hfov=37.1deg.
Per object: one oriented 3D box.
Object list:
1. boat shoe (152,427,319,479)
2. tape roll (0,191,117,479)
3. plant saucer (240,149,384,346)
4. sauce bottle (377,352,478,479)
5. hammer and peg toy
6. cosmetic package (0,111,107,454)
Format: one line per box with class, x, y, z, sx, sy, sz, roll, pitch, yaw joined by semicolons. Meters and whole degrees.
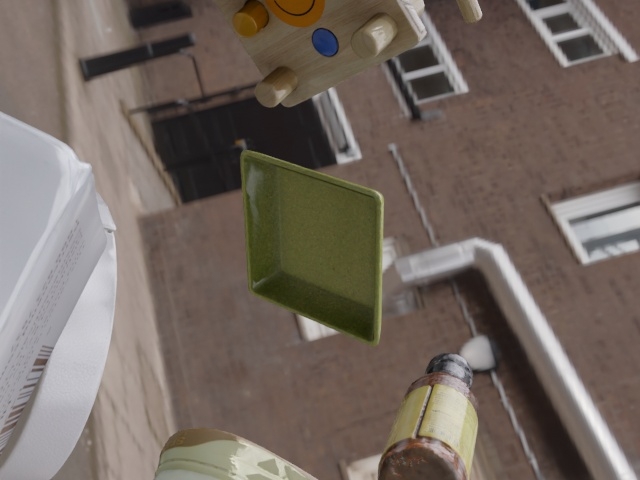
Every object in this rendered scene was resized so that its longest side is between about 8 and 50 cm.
boat shoe;0.018;0.217;0.559;0.104;0.285;0.089;-54;-171;50
tape roll;-0.368;0.109;1.181;0.392;0.072;0.392;-25;-122;49
plant saucer;0.000;0.000;1.046;0.188;0.045;0.188;20;-54;33
sauce bottle;0.058;0.090;0.468;0.128;0.042;0.042;-44;122;-68
hammer and peg toy;0.011;-0.312;1.125;0.361;0.127;0.266;-17;-67;45
cosmetic package;-0.370;0.041;0.527;0.329;0.394;0.327;-66;-173;-10
